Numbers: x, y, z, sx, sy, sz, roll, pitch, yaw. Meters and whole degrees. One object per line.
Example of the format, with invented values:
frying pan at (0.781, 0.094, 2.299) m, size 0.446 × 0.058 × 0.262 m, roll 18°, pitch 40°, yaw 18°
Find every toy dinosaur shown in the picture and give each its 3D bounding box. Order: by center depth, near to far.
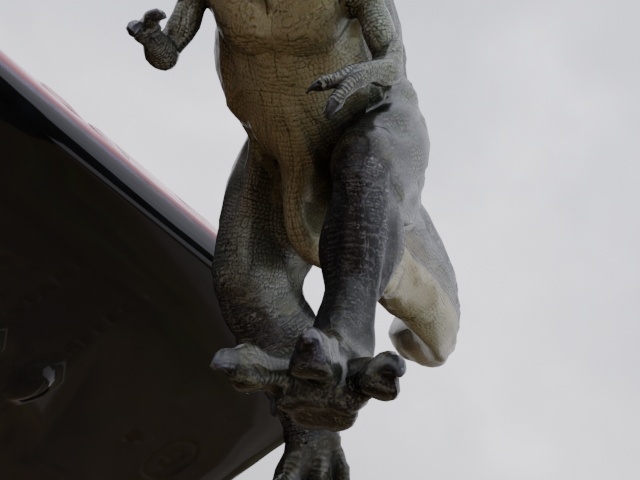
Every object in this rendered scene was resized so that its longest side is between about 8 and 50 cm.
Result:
toy dinosaur at (0.000, 0.000, 0.414) m, size 0.064 × 0.118 × 0.268 m, roll -2°, pitch -33°, yaw 14°

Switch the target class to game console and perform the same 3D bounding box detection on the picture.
game console at (-0.210, 0.082, 0.467) m, size 0.342 × 0.386 × 0.060 m, roll 44°, pitch 12°, yaw -51°
